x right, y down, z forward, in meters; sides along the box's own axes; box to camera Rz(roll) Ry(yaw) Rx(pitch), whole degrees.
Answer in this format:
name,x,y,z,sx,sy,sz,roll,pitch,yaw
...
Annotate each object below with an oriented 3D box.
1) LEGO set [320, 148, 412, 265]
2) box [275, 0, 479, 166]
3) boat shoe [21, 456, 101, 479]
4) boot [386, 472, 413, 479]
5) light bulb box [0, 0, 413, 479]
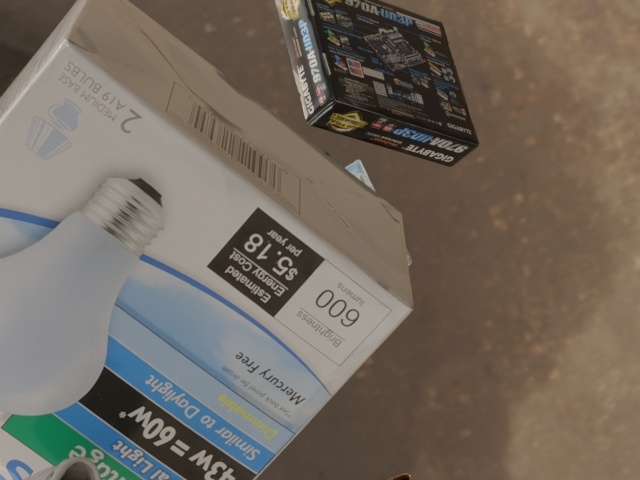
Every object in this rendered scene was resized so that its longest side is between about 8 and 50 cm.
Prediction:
name,x,y,z,sx,sy,sz,roll,pitch,yaw
LEGO set,0.000,0.000,1.915,0.182,0.060,0.244,-32,45,9
box,0.063,-0.184,1.759,0.051,0.220,0.175,-38,53,37
boat shoe,-0.214,0.264,1.188,0.084,0.095,0.258,-41,31,32
boot,0.114,0.317,1.788,0.073,0.197,0.152,17,131,50
light bulb box,-0.170,0.039,1.385,0.358,0.225,0.361,37,107,-13
